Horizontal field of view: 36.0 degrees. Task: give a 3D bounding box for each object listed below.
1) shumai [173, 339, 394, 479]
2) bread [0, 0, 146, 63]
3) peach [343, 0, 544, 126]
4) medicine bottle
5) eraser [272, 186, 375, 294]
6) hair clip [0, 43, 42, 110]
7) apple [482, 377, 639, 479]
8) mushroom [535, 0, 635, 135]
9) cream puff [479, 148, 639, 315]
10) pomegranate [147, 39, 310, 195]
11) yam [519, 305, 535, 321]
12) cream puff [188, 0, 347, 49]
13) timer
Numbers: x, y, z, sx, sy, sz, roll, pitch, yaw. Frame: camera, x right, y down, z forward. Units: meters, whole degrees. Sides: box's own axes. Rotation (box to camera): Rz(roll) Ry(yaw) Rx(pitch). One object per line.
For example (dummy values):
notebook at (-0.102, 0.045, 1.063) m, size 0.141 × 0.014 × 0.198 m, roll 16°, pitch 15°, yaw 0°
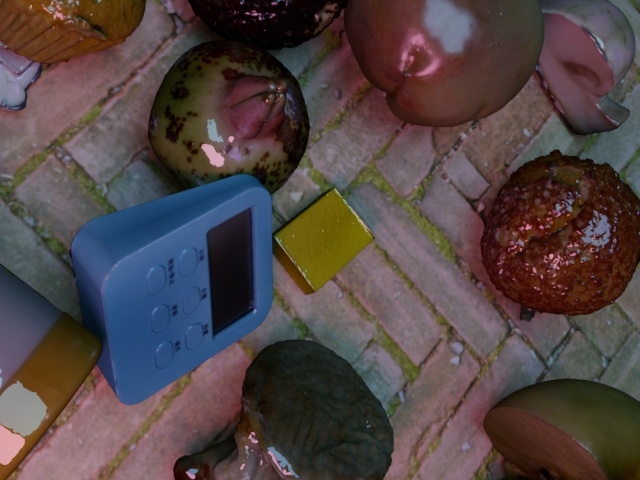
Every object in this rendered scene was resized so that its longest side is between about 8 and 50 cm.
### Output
shumai at (-0.048, 0.261, 1.255) m, size 0.272 × 0.203 × 0.222 m, roll 0°, pitch 50°, yaw -48°
bread at (-0.323, -0.336, 1.212) m, size 0.240 × 0.139 × 0.239 m, roll 24°, pitch 54°, yaw -38°
peach at (0.167, -0.296, 1.360) m, size 0.292 × 0.247 × 0.292 m, roll 37°, pitch 35°, yaw -32°
medicine bottle at (-0.395, 0.135, 1.060) m, size 0.232 × 0.238 × 0.238 m, roll 41°, pitch 68°, yaw -9°
eraser at (0.000, 0.000, 1.352) m, size 0.122 × 0.045 × 0.097 m, roll -39°, pitch 96°, yaw -24°
hair clip at (-0.410, -0.248, 1.225) m, size 0.172 × 0.049 × 0.116 m, roll 44°, pitch 72°, yaw -15°
apple at (0.328, 0.329, 1.318) m, size 0.292 × 0.254 × 0.291 m, roll 3°, pitch 83°, yaw -22°
mushroom at (0.435, -0.304, 1.523) m, size 0.173 × 0.162 × 0.236 m, roll -38°, pitch 98°, yaw -22°
cream puff at (0.337, -0.012, 1.394) m, size 0.164 × 0.240 × 0.240 m, roll 29°, pitch 68°, yaw -47°
pomegranate at (-0.103, -0.155, 1.225) m, size 0.214 × 0.248 × 0.214 m, roll 5°, pitch 78°, yaw -22°
yam at (0.321, 0.061, 1.488) m, size 0.027 × 0.033 × 0.129 m, roll 29°, pitch 73°, yaw -47°
cream puff at (-0.065, -0.360, 1.308) m, size 0.239 × 0.165 × 0.239 m, roll -2°, pitch 66°, yaw 5°
timer at (-0.158, 0.056, 1.185) m, size 0.250 × 0.091 × 0.231 m, roll -23°, pitch 133°, yaw -26°
